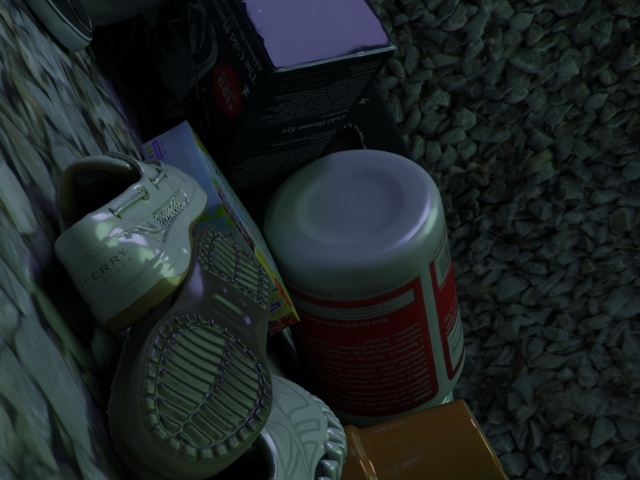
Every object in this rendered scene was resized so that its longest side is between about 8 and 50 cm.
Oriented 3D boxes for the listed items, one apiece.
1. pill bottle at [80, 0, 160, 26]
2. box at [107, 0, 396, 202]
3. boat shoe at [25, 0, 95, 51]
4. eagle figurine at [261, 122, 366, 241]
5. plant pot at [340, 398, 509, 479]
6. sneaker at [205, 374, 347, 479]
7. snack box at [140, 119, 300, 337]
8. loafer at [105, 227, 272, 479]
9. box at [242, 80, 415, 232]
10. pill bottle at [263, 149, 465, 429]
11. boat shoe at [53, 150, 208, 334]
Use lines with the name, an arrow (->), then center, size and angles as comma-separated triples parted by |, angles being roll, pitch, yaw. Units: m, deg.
pill bottle -> -0.280, -0.407, 1.619 | 0.283, 0.161, 0.161 | 62, 4, 6
box -> -0.106, -0.269, 1.762 | 0.343, 0.179, 0.312 | 63, -32, 20
boat shoe -> -0.278, -0.288, 1.408 | 0.228, 0.076, 0.080 | 58, 5, -42
eagle figurine -> 0.010, -0.003, 2.062 | 0.226, 0.225, 0.298 | -108, 172, -54
plant pot -> 0.117, 0.286, 1.635 | 0.205, 0.188, 0.205 | 61, 4, -7
sneaker -> -0.047, 0.164, 1.035 | 0.118, 0.110, 0.292 | 50, 7, -21
snack box -> -0.115, -0.009, 1.595 | 0.207, 0.070, 0.174 | 60, 2, -40
loafer -> -0.093, 0.091, 0.975 | 0.102, 0.092, 0.268 | 36, 25, -11
box -> -0.057, -0.235, 2.351 | 0.472, 0.297, 0.480 | 62, 3, 35
pill bottle -> 0.071, 0.098, 1.855 | 0.229, 0.229, 0.408 | -115, -172, -46
boat shoe -> -0.149, -0.026, 1.035 | 0.096, 0.098, 0.277 | 50, 5, -16
